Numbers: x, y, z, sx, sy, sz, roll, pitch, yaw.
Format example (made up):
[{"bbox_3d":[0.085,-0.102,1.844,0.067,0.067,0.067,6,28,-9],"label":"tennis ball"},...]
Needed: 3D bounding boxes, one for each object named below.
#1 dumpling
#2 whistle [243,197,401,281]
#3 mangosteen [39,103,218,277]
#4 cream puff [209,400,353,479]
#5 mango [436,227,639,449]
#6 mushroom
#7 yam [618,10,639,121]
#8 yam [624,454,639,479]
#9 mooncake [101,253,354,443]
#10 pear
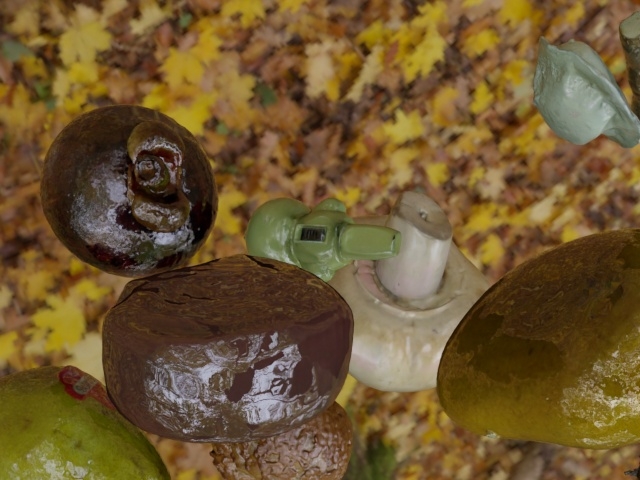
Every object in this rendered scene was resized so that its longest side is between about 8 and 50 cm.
[{"bbox_3d":[0.337,-0.177,1.563,0.108,0.152,0.219,-34,135,19],"label":"dumpling"},{"bbox_3d":[0.003,0.002,1.954,0.294,0.141,0.141,7,153,22],"label":"whistle"},{"bbox_3d":[-0.304,-0.091,1.975,0.297,0.297,0.293,2,136,-39],"label":"mangosteen"},{"bbox_3d":[-0.087,0.348,2.147,0.212,0.303,0.303,-53,153,-24],"label":"cream puff"},{"bbox_3d":[0.346,0.152,1.647,0.221,0.301,0.445,25,138,-37],"label":"mango"},{"bbox_3d":[0.160,0.090,2.173,0.325,0.353,0.353,31,115,-25],"label":"mushroom"},{"bbox_3d":[0.459,-0.238,1.704,0.061,0.061,0.253,-33,148,2],"label":"yam"},{"bbox_3d":[0.365,0.330,1.213,0.131,0.279,0.131,11,131,13],"label":"yam"},{"bbox_3d":[-0.120,0.126,1.595,0.326,0.334,0.174,1,114,-5],"label":"mooncake"},{"bbox_3d":[-0.395,0.370,1.940,0.375,0.287,0.287,33,117,-9],"label":"pear"}]
